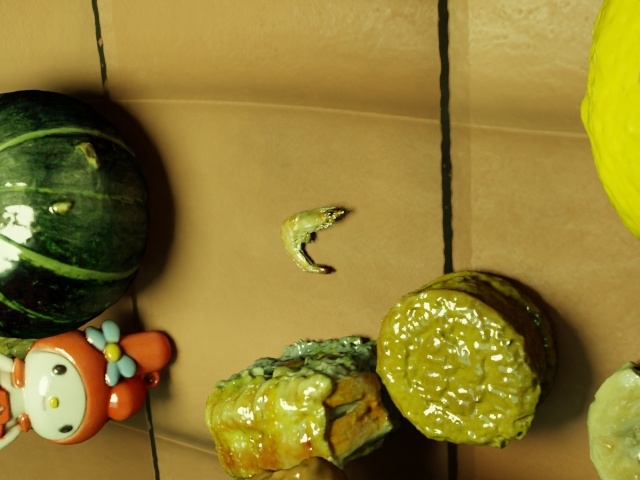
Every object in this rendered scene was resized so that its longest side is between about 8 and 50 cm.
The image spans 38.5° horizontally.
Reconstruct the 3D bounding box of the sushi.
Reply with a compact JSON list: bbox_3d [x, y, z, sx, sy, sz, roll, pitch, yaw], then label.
[{"bbox_3d":[-0.025,0.201,1.076,0.274,0.184,0.139,-12,96,44],"label":"sushi"}]

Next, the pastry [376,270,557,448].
[{"bbox_3d":[0.155,0.124,0.966,0.189,0.103,0.188,13,114,30],"label":"pastry"}]

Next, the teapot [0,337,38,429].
[{"bbox_3d":[-0.427,0.200,1.348,0.269,0.173,0.182,32,167,-9],"label":"teapot"}]

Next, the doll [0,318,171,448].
[{"bbox_3d":[-0.339,0.195,1.231,0.130,0.290,0.161,8,104,63],"label":"doll"}]

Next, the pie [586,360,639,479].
[{"bbox_3d":[0.361,0.224,0.892,0.218,0.052,0.185,21,123,30],"label":"pie"}]

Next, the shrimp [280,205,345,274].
[{"bbox_3d":[0.000,0.000,1.082,0.114,0.023,0.083,-23,96,44],"label":"shrimp"}]

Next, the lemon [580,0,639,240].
[{"bbox_3d":[0.344,-0.105,0.597,0.350,0.350,0.387,23,119,27],"label":"lemon"}]

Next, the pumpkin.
[{"bbox_3d":[-0.372,-0.033,1.172,0.323,0.241,0.323,-2,86,34],"label":"pumpkin"}]

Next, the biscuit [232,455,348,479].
[{"bbox_3d":[-0.001,0.432,0.939,0.395,0.166,0.343,53,148,1],"label":"biscuit"}]
